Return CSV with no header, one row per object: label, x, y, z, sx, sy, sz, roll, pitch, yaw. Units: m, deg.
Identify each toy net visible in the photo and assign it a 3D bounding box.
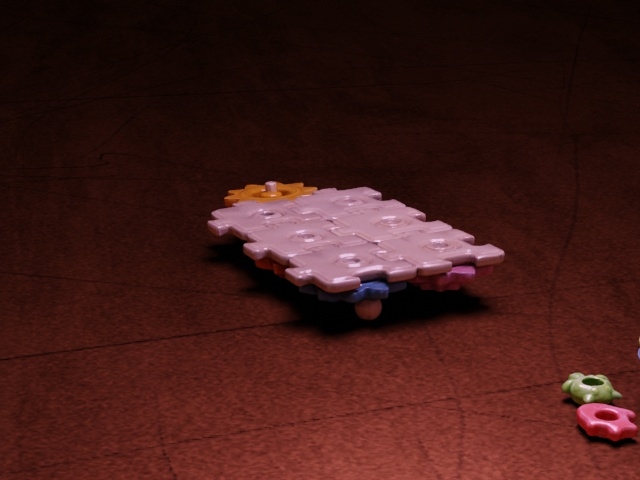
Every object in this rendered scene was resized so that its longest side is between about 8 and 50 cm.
toy net,0.240,0.116,1.047,0.122,0.045,0.232,-2,19,-10

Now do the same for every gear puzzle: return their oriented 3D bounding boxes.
gear puzzle,0.000,0.000,1.400,0.176,0.044,0.339,-10,18,-25
